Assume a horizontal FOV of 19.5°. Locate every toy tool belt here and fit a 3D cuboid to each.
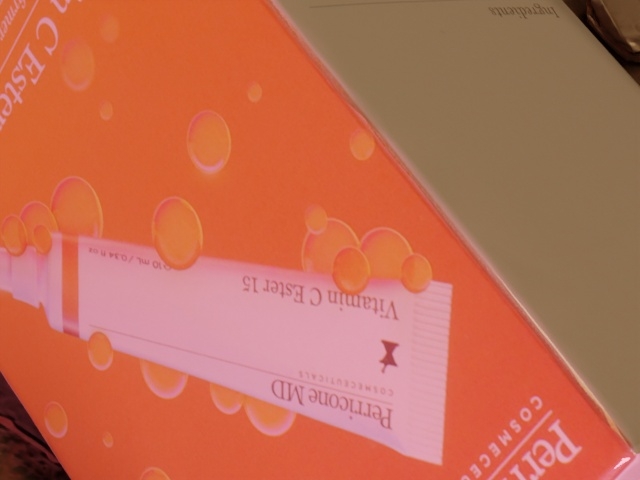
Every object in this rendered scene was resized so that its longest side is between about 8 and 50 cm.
[{"bbox_3d":[0.180,-0.141,1.085,0.051,0.052,0.083,19,37,-58],"label":"toy tool belt"}]

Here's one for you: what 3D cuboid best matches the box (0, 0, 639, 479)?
[{"bbox_3d":[0.000,0.000,0.715,0.168,0.215,0.345,-10,53,-47],"label":"box"}]
